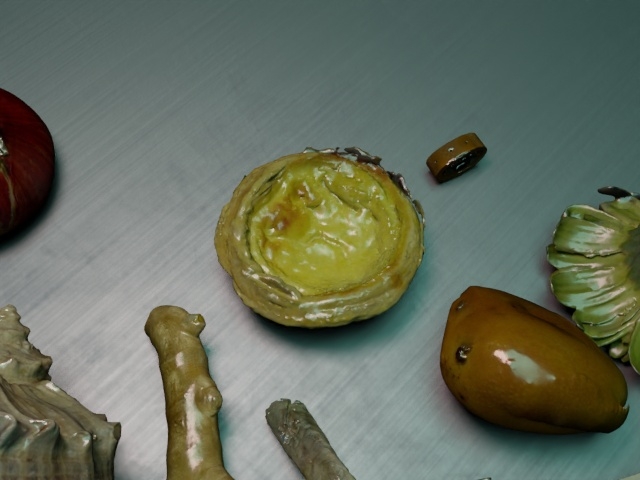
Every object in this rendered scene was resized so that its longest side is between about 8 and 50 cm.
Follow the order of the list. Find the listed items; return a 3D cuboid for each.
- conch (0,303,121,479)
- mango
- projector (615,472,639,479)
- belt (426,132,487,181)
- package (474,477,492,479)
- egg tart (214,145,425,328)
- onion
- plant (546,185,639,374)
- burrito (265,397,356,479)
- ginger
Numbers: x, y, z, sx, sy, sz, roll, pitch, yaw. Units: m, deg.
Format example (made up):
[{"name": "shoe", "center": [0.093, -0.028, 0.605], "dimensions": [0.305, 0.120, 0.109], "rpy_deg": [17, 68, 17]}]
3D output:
[{"name": "conch", "center": [-0.302, 0.241, 0.837], "dimensions": [0.209, 0.297, 0.353], "rpy_deg": [-12, 89, -32]}, {"name": "mango", "center": [0.256, 0.160, 0.966], "dimensions": [0.235, 0.166, 0.136], "rpy_deg": [16, 105, -17]}, {"name": "projector", "center": [0.445, 0.348, 0.850], "dimensions": [0.257, 0.079, 0.259], "rpy_deg": [-27, 61, 22]}, {"name": "belt", "center": [0.189, -0.117, 1.152], "dimensions": [0.083, 0.059, 0.036], "rpy_deg": [-29, 66, -5]}, {"name": "package", "center": [0.062, 0.364, 0.865], "dimensions": [0.311, 0.221, 0.165], "rpy_deg": [-10, 24, -7]}, {"name": "egg tart", "center": [0.000, 0.000, 1.064], "dimensions": [0.278, 0.095, 0.279], "rpy_deg": [2, 57, -3]}, {"name": "onion", "center": [-0.469, -0.107, 1.060], "dimensions": [0.247, 0.161, 0.248], "rpy_deg": [-1, 42, 1]}, {"name": "plant", "center": [0.433, 0.004, 1.037], "dimensions": [0.305, 0.297, 0.261], "rpy_deg": [-32, 37, -2]}, {"name": "burrito", "center": [-0.013, 0.237, 0.935], "dimensions": [0.051, 0.042, 0.171], "rpy_deg": [-28, 32, -12]}, {"name": "ginger", "center": [-0.154, 0.201, 0.950], "dimensions": [0.118, 0.065, 0.299], "rpy_deg": [-35, 57, 28]}]
